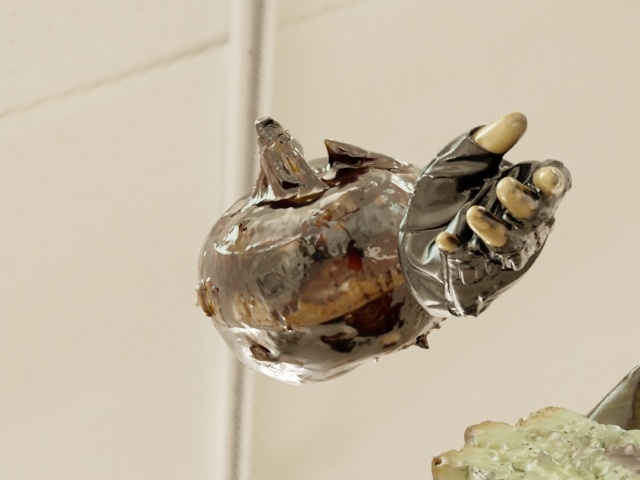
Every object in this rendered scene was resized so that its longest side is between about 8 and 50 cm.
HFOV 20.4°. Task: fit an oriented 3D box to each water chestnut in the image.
[{"bbox_3d":[0.000,0.000,1.886,0.300,0.300,0.300,-22,-32,-15],"label":"water chestnut"}]

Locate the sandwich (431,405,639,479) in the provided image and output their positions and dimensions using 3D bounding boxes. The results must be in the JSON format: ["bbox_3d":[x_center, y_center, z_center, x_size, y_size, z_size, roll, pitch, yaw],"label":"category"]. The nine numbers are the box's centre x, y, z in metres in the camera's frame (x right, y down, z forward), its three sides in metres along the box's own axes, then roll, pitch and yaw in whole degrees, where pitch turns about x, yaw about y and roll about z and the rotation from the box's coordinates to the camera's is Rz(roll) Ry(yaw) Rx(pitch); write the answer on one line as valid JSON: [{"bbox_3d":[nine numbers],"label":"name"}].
[{"bbox_3d":[0.221,0.249,1.033,0.131,0.325,0.262,-22,-68,-36],"label":"sandwich"}]

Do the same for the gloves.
[{"bbox_3d":[0.144,-0.020,1.500,0.124,0.164,0.203,4,-9,-33],"label":"gloves"}]

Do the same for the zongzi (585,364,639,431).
[{"bbox_3d":[0.158,0.345,1.642,0.403,0.208,0.432,-31,-40,-25],"label":"zongzi"}]
